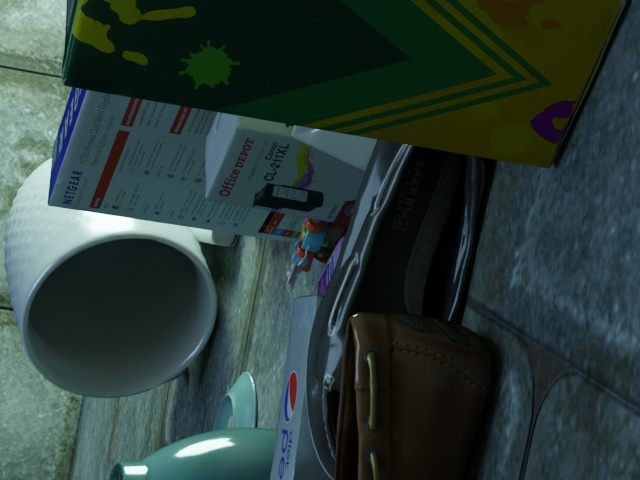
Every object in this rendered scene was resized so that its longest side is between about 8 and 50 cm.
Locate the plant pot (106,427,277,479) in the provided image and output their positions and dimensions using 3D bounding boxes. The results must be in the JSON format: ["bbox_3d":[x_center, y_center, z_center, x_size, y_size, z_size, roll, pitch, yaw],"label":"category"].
[{"bbox_3d":[-0.135,0.333,1.844,0.293,0.196,0.293,-171,90,-76],"label":"plant pot"}]

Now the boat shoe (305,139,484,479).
[{"bbox_3d":[0.061,0.046,1.430,0.095,0.112,0.335,-173,96,-81],"label":"boat shoe"}]

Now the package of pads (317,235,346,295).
[{"bbox_3d":[0.022,0.038,1.751,0.083,0.032,0.050,119,159,-53],"label":"package of pads"}]

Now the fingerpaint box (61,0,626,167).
[{"bbox_3d":[-0.002,-0.278,1.351,0.445,0.371,0.163,-97,21,-50],"label":"fingerpaint box"}]

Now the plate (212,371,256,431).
[{"bbox_3d":[-0.114,0.256,2.166,0.188,0.024,0.188,-170,90,-77],"label":"plate"}]

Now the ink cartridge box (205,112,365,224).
[{"bbox_3d":[-0.015,-0.085,1.678,0.127,0.175,0.072,118,157,-53],"label":"ink cartridge box"}]

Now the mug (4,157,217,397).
[{"bbox_3d":[-0.299,0.054,2.521,0.374,0.276,0.328,58,-178,-37],"label":"mug"}]

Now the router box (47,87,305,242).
[{"bbox_3d":[-0.114,-0.120,1.840,0.335,0.301,0.082,125,150,-59],"label":"router box"}]

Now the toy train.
[{"bbox_3d":[0.000,0.000,1.813,0.166,0.046,0.125,-84,11,-78],"label":"toy train"}]

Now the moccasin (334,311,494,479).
[{"bbox_3d":[0.026,0.241,1.365,0.139,0.147,0.380,-117,39,-67],"label":"moccasin"}]

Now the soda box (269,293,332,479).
[{"bbox_3d":[0.013,0.195,1.548,0.091,0.098,0.286,162,117,-76],"label":"soda box"}]

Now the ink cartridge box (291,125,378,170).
[{"bbox_3d":[0.060,-0.184,1.558,0.231,0.078,0.134,-60,-6,-51],"label":"ink cartridge box"}]

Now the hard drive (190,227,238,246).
[{"bbox_3d":[-0.154,-0.098,2.516,0.307,0.040,0.203,-171,90,-76],"label":"hard drive"}]
